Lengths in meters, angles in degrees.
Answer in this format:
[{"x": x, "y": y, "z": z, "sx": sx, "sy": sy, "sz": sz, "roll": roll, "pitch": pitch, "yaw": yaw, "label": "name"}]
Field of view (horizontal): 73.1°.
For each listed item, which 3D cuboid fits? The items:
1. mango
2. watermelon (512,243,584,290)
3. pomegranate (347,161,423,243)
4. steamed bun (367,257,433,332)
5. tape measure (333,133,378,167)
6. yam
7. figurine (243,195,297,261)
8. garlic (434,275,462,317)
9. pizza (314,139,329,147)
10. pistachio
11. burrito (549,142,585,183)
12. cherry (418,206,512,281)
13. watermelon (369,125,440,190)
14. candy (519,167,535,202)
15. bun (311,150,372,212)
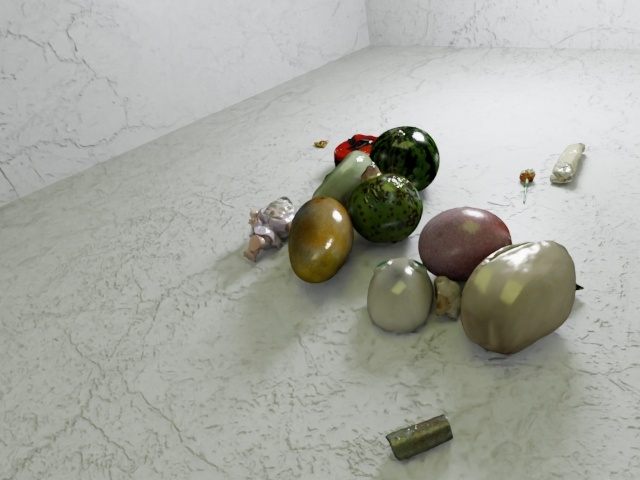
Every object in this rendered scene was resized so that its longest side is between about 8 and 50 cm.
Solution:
[{"x": 0.000, "y": 0.000, "z": 1.338, "sx": 0.221, "sy": 0.199, "sz": 0.384, "roll": -41, "pitch": 20, "yaw": 21, "label": "mango"}, {"x": 0.583, "y": 0.077, "z": 1.174, "sx": 0.119, "sy": 0.063, "sz": 0.245, "roll": -5, "pitch": 26, "yaw": -20, "label": "watermelon"}, {"x": 0.203, "y": -0.118, "z": 1.408, "sx": 0.254, "sy": 0.271, "sz": 0.254, "roll": -24, "pitch": -2, "yaw": -1, "label": "pomegranate"}, {"x": 0.212, "y": 0.130, "z": 1.157, "sx": 0.177, "sy": 0.131, "sz": 0.228, "roll": 2, "pitch": 39, "yaw": 22, "label": "steamed bun"}, {"x": 0.187, "y": -0.372, "z": 1.891, "sx": 0.253, "sy": 0.114, "sz": 0.260, "roll": 20, "pitch": 47, "yaw": 40, "label": "tape measure"}, {"x": 0.199, "y": 0.392, "z": 0.860, "sx": 0.132, "sy": 0.054, "sz": 0.054, "roll": -18, "pitch": 35, "yaw": -8, "label": "yam"}, {"x": -0.174, "y": -0.044, "z": 1.542, "sx": 0.200, "sy": 0.133, "sz": 0.276, "roll": 19, "pitch": 49, "yaw": 21, "label": "figurine"}, {"x": 0.333, "y": 0.145, "z": 1.126, "sx": 0.074, "sy": 0.113, "sz": 0.094, "roll": -20, "pitch": -5, "yaw": 27, "label": "garlic"}, {"x": 0.010, "y": -0.505, "z": 2.218, "sx": 0.078, "sy": 0.025, "sz": 0.083, "roll": -37, "pitch": 40, "yaw": -26, "label": "pizza"}, {"x": 0.463, "y": 0.125, "z": 1.009, "sx": 0.331, "sy": 0.226, "sz": 0.208, "roll": -35, "pitch": -2, "yaw": -14, "label": "pistachio"}, {"x": 0.909, "y": -0.289, "z": 1.572, "sx": 0.082, "sy": 0.059, "sz": 0.275, "roll": 1, "pitch": 34, "yaw": 45, "label": "burrito"}, {"x": 0.394, "y": -0.001, "z": 1.173, "sx": 0.239, "sy": 0.239, "sz": 0.206, "roll": -14, "pitch": 56, "yaw": 0, "label": "cherry"}, {"x": 0.321, "y": -0.305, "z": 1.632, "sx": 0.268, "sy": 0.269, "sz": 0.269, "roll": -9, "pitch": 35, "yaw": 6, "label": "watermelon"}, {"x": 0.724, "y": -0.192, "z": 1.523, "sx": 0.055, "sy": 0.049, "sz": 0.185, "roll": -23, "pitch": 28, "yaw": 44, "label": "candy"}, {"x": 0.103, "y": -0.190, "z": 1.592, "sx": 0.283, "sy": 0.179, "sz": 0.283, "roll": -48, "pitch": 9, "yaw": 10, "label": "bun"}]
